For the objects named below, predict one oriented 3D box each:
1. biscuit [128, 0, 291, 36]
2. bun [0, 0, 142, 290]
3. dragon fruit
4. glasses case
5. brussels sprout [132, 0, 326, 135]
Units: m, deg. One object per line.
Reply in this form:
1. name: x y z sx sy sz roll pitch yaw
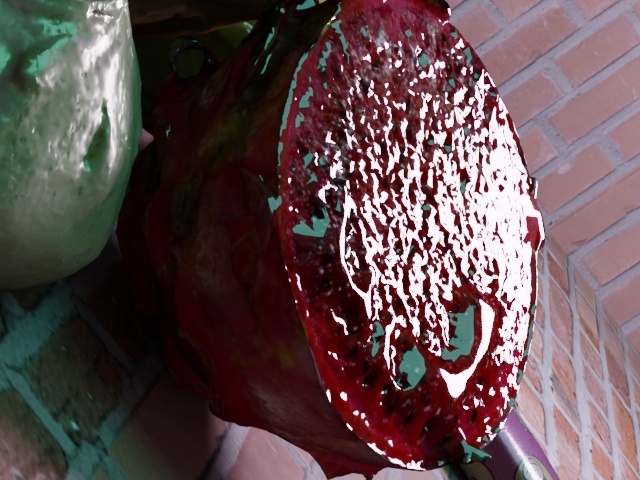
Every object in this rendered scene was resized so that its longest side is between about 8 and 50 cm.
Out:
1. biscuit: -0.090 -0.252 1.288 0.296 0.296 0.102 32 41 -57
2. bun: -0.206 -0.120 1.151 0.293 0.187 0.293 54 10 -15
3. dragon fruit: 0.000 0.000 1.374 0.386 0.249 0.371 -1 86 -56
4. glasses case: 0.175 0.205 1.907 0.316 0.076 0.123 56 13 7
5. brussels sprout: -0.119 -0.206 1.562 0.316 0.242 0.274 46 18 -13
